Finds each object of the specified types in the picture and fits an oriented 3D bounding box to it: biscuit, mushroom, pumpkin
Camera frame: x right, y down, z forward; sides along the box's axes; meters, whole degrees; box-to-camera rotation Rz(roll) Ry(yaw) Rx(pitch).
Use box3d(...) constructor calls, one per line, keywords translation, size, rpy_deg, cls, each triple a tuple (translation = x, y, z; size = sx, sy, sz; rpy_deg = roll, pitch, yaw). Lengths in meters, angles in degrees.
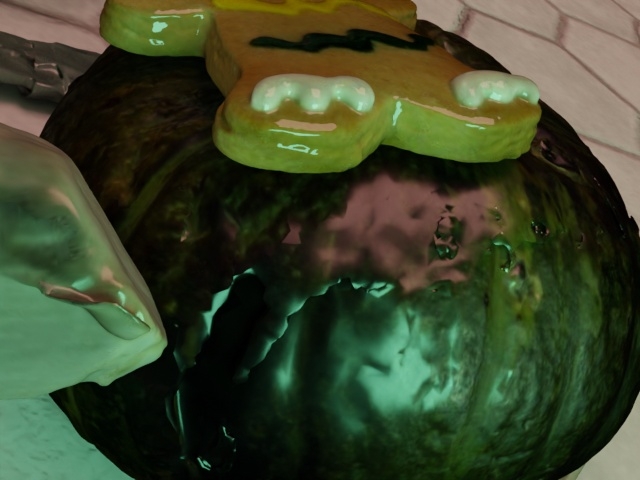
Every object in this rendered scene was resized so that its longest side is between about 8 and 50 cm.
box3d(translation=(-0.016, -0.100, 0.502), size=(0.158, 0.035, 0.240), rpy_deg=(-7, 36, -30), cls="biscuit")
box3d(translation=(-0.224, -0.007, 0.405), size=(0.351, 0.097, 0.109), rpy_deg=(8, 75, 3), cls="mushroom")
box3d(translation=(0.000, 0.000, 0.561), size=(0.320, 0.192, 0.320), rpy_deg=(7, 33, -4), cls="pumpkin")

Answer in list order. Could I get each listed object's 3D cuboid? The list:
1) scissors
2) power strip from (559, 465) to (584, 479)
box3d(translation=(-0.168, -0.107, 0.747), size=(0.383, 0.029, 0.256), rpy_deg=(11, 37, -36), cls="scissors")
box3d(translation=(0.143, 0.094, 0.736), size=(0.106, 0.043, 0.367), rpy_deg=(39, 30, 13), cls="power strip")
